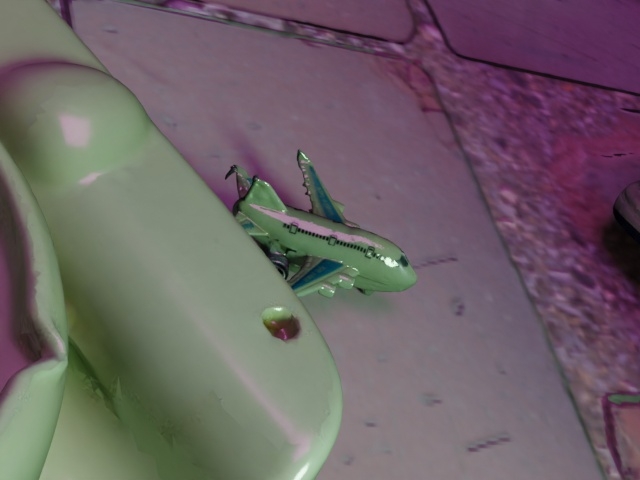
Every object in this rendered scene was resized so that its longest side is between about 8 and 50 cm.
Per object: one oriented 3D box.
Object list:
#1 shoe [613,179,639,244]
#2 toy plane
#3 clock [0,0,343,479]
[{"bbox_3d":[0.224,-0.043,0.688,0.091,0.106,0.207,45,35,15],"label":"shoe"},{"bbox_3d":[-0.001,0.002,0.552,0.083,0.033,0.080,27,37,-16],"label":"toy plane"},{"bbox_3d":[-0.176,0.028,0.349,0.324,0.109,0.265,-21,61,-44],"label":"clock"}]
